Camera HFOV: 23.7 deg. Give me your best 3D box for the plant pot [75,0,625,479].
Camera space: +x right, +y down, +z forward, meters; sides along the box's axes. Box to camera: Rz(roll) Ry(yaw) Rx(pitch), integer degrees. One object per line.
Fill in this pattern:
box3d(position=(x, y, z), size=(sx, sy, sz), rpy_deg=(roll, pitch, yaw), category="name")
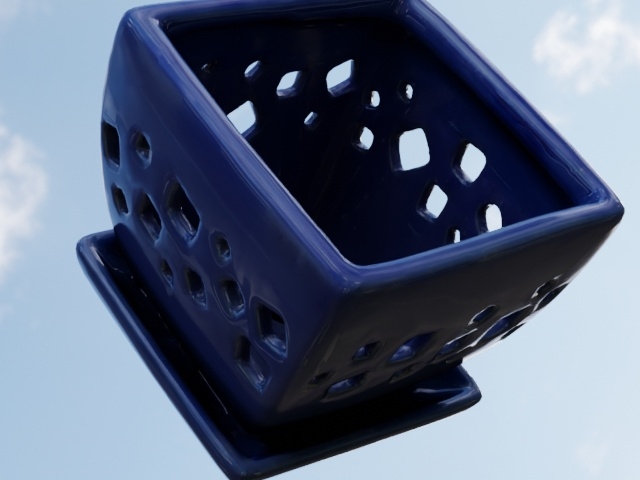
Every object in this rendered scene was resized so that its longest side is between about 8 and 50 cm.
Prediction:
box3d(position=(0.000, 0.000, 0.924), size=(0.236, 0.236, 0.212), rpy_deg=(-13, -39, -40), category="plant pot")
